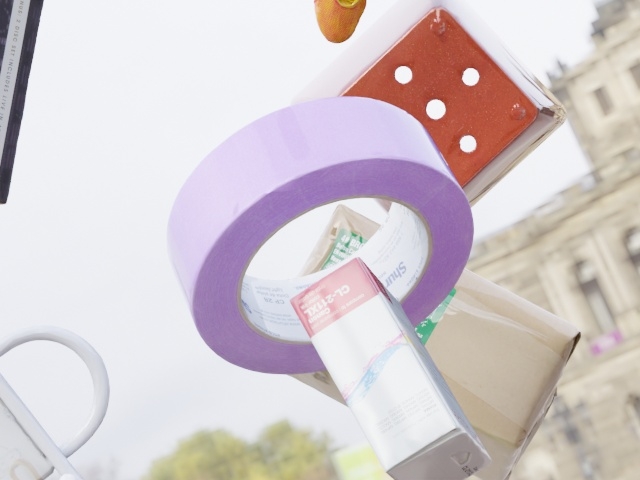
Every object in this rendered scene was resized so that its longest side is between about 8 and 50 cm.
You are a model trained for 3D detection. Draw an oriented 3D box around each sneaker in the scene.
[{"bbox_3d":[0.031,-0.295,1.811,0.064,0.175,0.067,11,23,-8],"label":"sneaker"}]

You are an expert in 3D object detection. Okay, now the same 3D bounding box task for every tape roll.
[{"bbox_3d":[0.000,0.000,1.551,0.275,0.090,0.274,-15,-42,-14],"label":"tape roll"}]

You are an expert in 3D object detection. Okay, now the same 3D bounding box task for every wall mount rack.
[{"bbox_3d":[-0.345,0.157,1.309,0.350,0.304,0.130,-38,5,-8],"label":"wall mount rack"}]

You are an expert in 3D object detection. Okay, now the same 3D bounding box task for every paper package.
[{"bbox_3d":[0.126,0.133,2.011,0.168,0.325,0.309,-59,-10,-14],"label":"paper package"}]

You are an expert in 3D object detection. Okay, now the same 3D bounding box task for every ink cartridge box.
[{"bbox_3d":[0.059,0.118,1.388,0.072,0.175,0.127,-32,-27,4],"label":"ink cartridge box"}]

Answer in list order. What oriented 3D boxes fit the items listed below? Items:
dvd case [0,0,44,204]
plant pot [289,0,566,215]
[{"bbox_3d":[-0.308,-0.127,1.156,0.221,0.164,0.018,13,-10,-28],"label":"dvd case"},{"bbox_3d":[0.138,-0.163,2.078,0.267,0.267,0.236,-43,1,4],"label":"plant pot"}]
